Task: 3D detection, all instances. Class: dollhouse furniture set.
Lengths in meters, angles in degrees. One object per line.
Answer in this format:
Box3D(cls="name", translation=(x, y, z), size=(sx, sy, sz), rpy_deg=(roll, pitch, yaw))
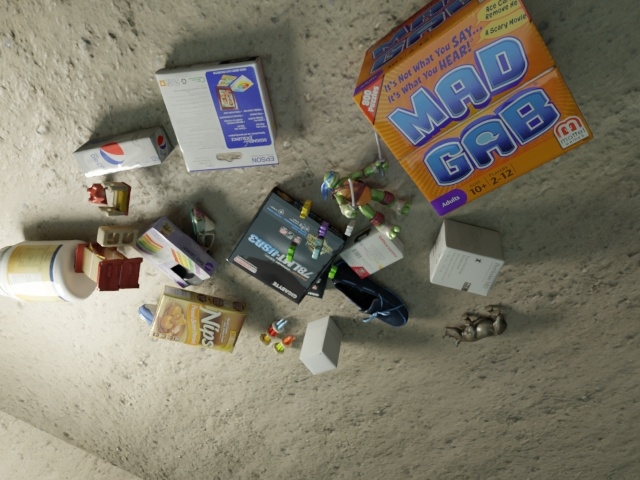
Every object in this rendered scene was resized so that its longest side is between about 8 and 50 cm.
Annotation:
Box3D(cls="dollhouse furniture set", translation=(-0.712, -0.029, 1.719), size=(0.201, 0.152, 0.375), rpy_deg=(25, 108, 38))

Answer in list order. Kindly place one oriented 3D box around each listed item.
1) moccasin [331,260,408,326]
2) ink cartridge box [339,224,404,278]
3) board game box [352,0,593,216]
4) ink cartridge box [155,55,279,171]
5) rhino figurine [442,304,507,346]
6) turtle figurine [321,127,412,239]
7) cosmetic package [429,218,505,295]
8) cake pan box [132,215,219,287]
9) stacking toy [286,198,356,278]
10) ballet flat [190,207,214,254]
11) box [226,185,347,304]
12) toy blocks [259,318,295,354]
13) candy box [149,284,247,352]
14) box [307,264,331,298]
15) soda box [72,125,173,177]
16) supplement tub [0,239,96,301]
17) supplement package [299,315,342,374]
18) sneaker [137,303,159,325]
Box3D(cls="moccasin", translation=(0.163, 0.216, 1.756), size=(0.341, 0.117, 0.138), rpy_deg=(34, 125, -13))
Box3D(cls="ink cartridge box", translation=(0.171, 0.030, 1.647), size=(0.175, 0.072, 0.127), rpy_deg=(-30, 115, 28))
Box3D(cls="board game box", translation=(0.334, -0.351, 1.158), size=(0.356, 0.357, 0.356), rpy_deg=(-30, 115, 28))
Box3D(cls="ink cartridge box", translation=(-0.288, -0.360, 1.463), size=(0.303, 0.072, 0.308), rpy_deg=(-2, 127, 12))
Box3D(cls="rhino figurine", translation=(0.544, 0.314, 1.779), size=(0.243, 0.073, 0.106), rpy_deg=(-26, 114, 28))
Box3D(cls="turtle figurine", translation=(0.152, -0.134, 1.455), size=(0.266, 0.198, 0.274), rpy_deg=(33, 130, -19))
Box3D(cls="cosmetic package", translation=(0.450, 0.052, 1.556), size=(0.183, 0.152, 0.151), rpy_deg=(13, 128, 1))
Box3D(cls="cake pan box", translation=(-0.509, 0.052, 1.757), size=(0.267, 0.070, 0.245), rpy_deg=(45, 145, -20))
Box3D(cls="stacking toy", translation=(0.000, 0.000, 1.563), size=(0.166, 0.052, 0.221), rpy_deg=(23, 119, 7))
Box3D(cls="ballet flat", translation=(-0.405, -0.029, 1.729), size=(0.079, 0.077, 0.222), rpy_deg=(-2, 135, -14))
Box3D(cls="box", translation=(-0.112, 0.023, 1.651), size=(0.295, 0.073, 0.293), rpy_deg=(34, 111, -8))
Box3D(cls="toy blocks", translation=(-0.153, 0.374, 1.975), size=(0.123, 0.054, 0.148), rpy_deg=(35, 124, -14))
Box3D(cls="candy box", translation=(-0.456, 0.298, 1.883), size=(0.316, 0.088, 0.183), rpy_deg=(17, 108, -18))
Box3D(cls="box", translation=(-0.080, 0.104, 1.764), size=(0.220, 0.051, 0.175), rpy_deg=(14, 126, 1))
Box3D(cls="soda box", translation=(-0.617, -0.278, 1.568), size=(0.285, 0.098, 0.091), rpy_deg=(-7, 124, 17))
Box3D(cls="supplement tub", translation=(-1.012, 0.112, 1.850), size=(0.315, 0.228, 0.229), rpy_deg=(-1, 125, 12))
Box3D(cls="supplement package", translation=(0.005, 0.391, 1.876), size=(0.105, 0.179, 0.105), rpy_deg=(-23, 118, 25))
Box3D(cls="sneaker", translation=(-0.563, 0.287, 1.978), size=(0.296, 0.112, 0.131), rpy_deg=(18, 116, -10))
